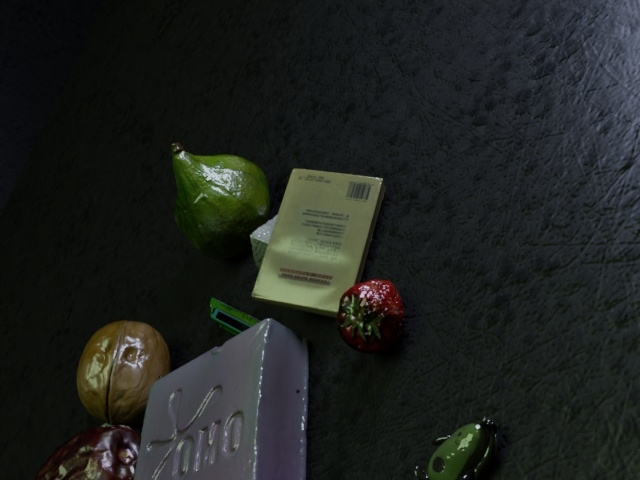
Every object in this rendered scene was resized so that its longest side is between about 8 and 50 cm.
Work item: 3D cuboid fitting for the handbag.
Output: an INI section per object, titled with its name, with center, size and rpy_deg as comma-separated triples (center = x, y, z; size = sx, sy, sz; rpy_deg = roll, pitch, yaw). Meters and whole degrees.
[handbag]
center = 0.158, 0.239, 0.930
size = 0.111, 0.047, 0.072
rpy_deg = -52, 33, 14

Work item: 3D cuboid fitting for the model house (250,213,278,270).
[model house]
center = -0.044, 0.013, 1.387
size = 0.100, 0.088, 0.100
rpy_deg = 22, 47, 35

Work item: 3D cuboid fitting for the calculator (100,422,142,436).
[calculator]
center = -0.398, 0.438, 1.531
size = 0.141, 0.045, 0.246
rpy_deg = -12, 54, 50

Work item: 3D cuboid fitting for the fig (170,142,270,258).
[fig]
center = -0.214, -0.086, 1.553
size = 0.203, 0.235, 0.203
rpy_deg = -29, 43, 32

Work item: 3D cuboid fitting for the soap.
[soap]
center = -0.149, 0.299, 1.251
size = 0.296, 0.107, 0.285
rpy_deg = -32, 38, 31

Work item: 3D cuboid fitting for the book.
[book]
center = 0.000, 0.000, 1.296
size = 0.161, 0.026, 0.231
rpy_deg = 9, 68, 21

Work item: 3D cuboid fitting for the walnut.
[walnut]
center = -0.361, 0.243, 1.537
size = 0.167, 0.167, 0.207
rpy_deg = -31, 39, 37

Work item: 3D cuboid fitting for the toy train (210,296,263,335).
[toy train]
center = -0.142, 0.141, 1.434
size = 0.209, 0.044, 0.042
rpy_deg = 14, 77, 58

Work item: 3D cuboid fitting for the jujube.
[jujube]
center = -0.378, 0.410, 1.362
size = 0.243, 0.183, 0.183
rpy_deg = -49, 31, 31

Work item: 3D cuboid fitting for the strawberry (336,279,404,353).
[strawberry]
center = 0.073, 0.102, 1.135
size = 0.106, 0.106, 0.106
rpy_deg = -34, 39, 33
